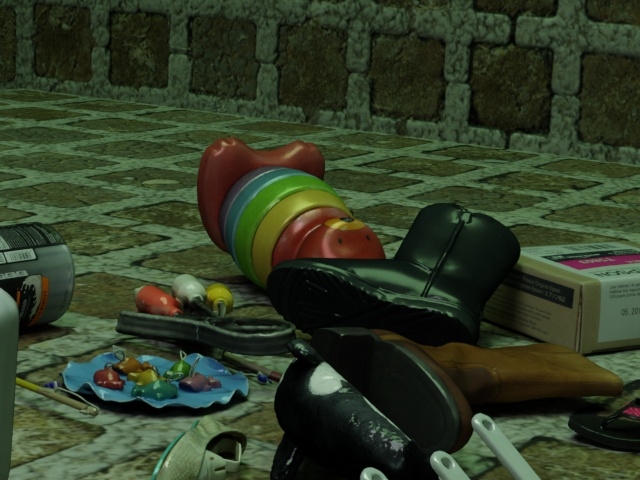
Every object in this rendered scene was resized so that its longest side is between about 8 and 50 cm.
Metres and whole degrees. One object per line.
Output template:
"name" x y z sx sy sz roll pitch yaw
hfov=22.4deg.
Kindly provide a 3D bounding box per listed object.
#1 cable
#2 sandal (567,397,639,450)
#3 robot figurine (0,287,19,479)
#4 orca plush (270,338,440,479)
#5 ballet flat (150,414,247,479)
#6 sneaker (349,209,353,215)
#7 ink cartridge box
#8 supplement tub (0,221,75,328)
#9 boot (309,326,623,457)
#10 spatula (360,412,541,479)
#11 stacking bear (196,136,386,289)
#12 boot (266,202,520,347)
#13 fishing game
"cable" -0.126 0.076 1.690 0.139 0.072 0.287 -1 1 -22
"sandal" 0.317 0.169 1.472 0.179 0.040 0.067 6 12 17
"robot figurine" -0.293 0.100 0.868 0.199 0.354 0.300 13 16 42
"orca plush" 0.013 0.180 1.326 0.151 0.102 0.287 49 -6 -35
"ballet flat" -0.093 0.178 1.303 0.052 0.057 0.168 14 13 7
"sneaker" 0.000 0.000 2.229 0.077 0.072 0.178 -7 1 10
"ink cartridge box" 0.333 0.062 1.902 0.234 0.088 0.193 -4 12 -32
"supplement tub" -0.370 0.045 1.740 0.117 0.117 0.190 13 16 42
"boot" 0.162 0.146 1.523 0.280 0.096 0.264 6 1 -25
"spatula" 0.135 0.208 0.950 0.168 0.019 0.242 -16 60 -48
"stacking bear" -0.019 -0.001 1.965 0.175 0.164 0.289 1 22 -30
"boot" 0.086 0.033 1.808 0.246 0.094 0.207 13 35 14
"fishing game" -0.161 0.127 1.576 0.264 0.041 0.189 -3 12 -38
